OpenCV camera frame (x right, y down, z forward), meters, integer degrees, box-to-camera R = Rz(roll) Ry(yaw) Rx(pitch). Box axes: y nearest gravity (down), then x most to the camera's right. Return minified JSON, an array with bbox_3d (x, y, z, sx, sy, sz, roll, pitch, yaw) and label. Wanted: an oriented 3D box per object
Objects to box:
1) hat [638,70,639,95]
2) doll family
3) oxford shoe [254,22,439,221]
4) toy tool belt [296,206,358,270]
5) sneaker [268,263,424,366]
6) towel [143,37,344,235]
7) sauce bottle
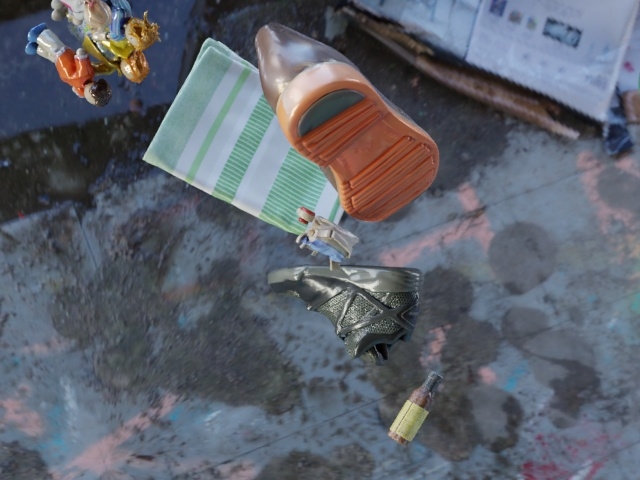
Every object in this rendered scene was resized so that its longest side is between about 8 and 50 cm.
[{"bbox_3d":[0.429,-0.112,1.086,0.172,0.184,0.209,13,63,17],"label":"hat"},{"bbox_3d":[-0.284,-0.282,1.263,0.163,0.263,0.118,40,64,7],"label":"doll family"},{"bbox_3d":[0.036,-0.131,1.117,0.130,0.364,0.133,-36,62,4],"label":"oxford shoe"},{"bbox_3d":[0.000,0.000,1.149,0.083,0.052,0.051,28,91,-29],"label":"toy tool belt"},{"bbox_3d":[0.025,0.094,1.273,0.227,0.087,0.130,4,90,31],"label":"sneaker"},{"bbox_3d":[-0.087,-0.158,1.590,0.324,0.038,0.248,27,66,-10],"label":"towel"},{"bbox_3d":[0.158,0.273,1.601,0.042,0.042,0.128,34,86,-3],"label":"sauce bottle"}]
